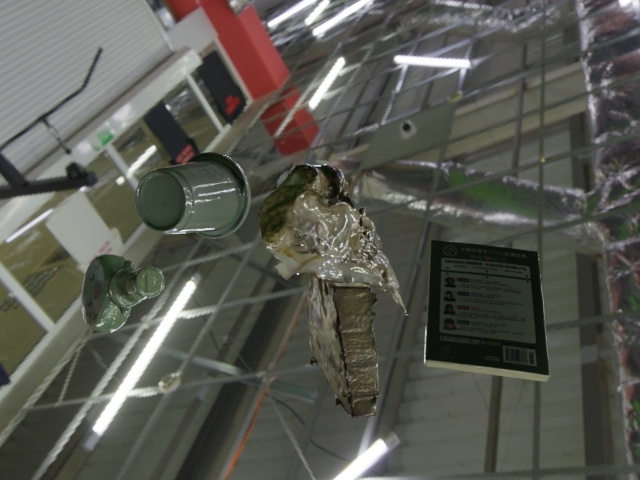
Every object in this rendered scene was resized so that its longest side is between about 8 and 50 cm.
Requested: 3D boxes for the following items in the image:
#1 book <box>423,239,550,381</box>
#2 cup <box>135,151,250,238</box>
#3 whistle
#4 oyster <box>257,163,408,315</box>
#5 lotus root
[{"bbox_3d":[0.288,0.113,1.114,0.202,0.027,0.264,6,-130,6],"label":"book"},{"bbox_3d":[-0.167,-0.057,0.838,0.120,0.120,0.141,-20,179,21],"label":"cup"},{"bbox_3d":[-0.312,0.077,0.993,0.258,0.067,0.126,-15,-108,52],"label":"whistle"},{"bbox_3d":[0.009,-0.002,0.658,0.162,0.233,0.107,6,-108,25],"label":"oyster"},{"bbox_3d":[0.032,0.146,1.039,0.075,0.260,0.170,0,172,-23],"label":"lotus root"}]
